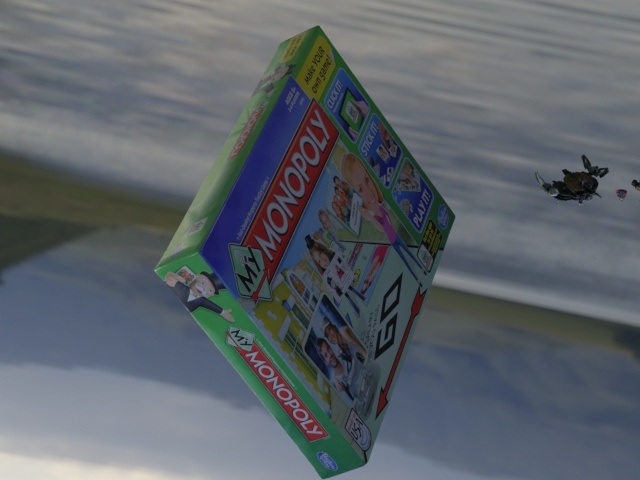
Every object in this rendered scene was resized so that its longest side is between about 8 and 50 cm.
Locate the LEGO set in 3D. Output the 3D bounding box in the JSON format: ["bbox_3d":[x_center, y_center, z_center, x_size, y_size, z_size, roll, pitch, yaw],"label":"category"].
[{"bbox_3d":[0.197,-0.037,1.263,0.083,0.023,0.054,17,-137,21],"label":"LEGO set"}]

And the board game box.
[{"bbox_3d":[0.000,0.000,1.356,0.046,0.317,0.213,-22,117,31],"label":"board game box"}]
